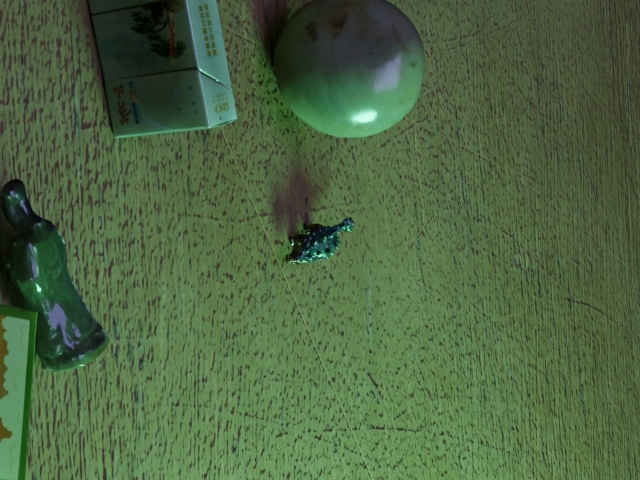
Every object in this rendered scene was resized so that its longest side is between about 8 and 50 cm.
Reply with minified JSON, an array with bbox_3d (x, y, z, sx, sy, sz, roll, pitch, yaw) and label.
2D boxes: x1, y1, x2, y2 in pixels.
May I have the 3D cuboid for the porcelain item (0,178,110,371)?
[{"bbox_3d":[-0.305,0.036,1.816,0.081,0.069,0.216,-43,122,-45],"label":"porcelain item"}]

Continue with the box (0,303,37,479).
[{"bbox_3d":[-0.390,0.146,1.564,0.148,0.195,0.178,15,74,-54],"label":"box"}]

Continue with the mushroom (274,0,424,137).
[{"bbox_3d":[0.040,-0.229,2.285,0.215,0.207,0.207,88,10,-70],"label":"mushroom"}]

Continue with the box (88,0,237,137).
[{"bbox_3d":[-0.190,-0.242,1.950,0.067,0.149,0.233,-20,103,-52],"label":"box"}]

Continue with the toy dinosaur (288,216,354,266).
[{"bbox_3d":[0.000,0.000,2.286,0.154,0.055,0.049,-34,110,-50],"label":"toy dinosaur"}]
